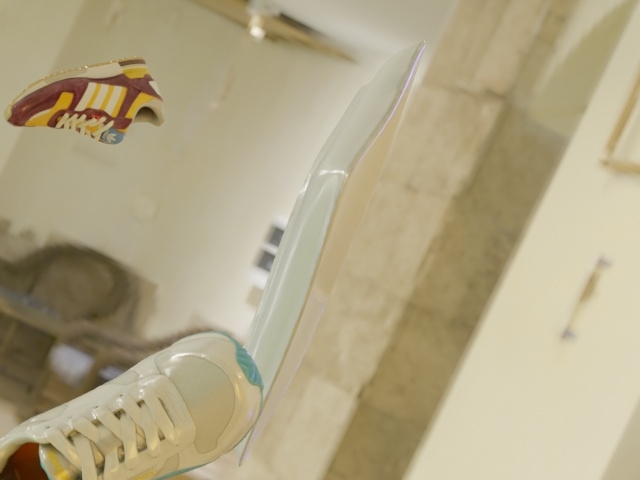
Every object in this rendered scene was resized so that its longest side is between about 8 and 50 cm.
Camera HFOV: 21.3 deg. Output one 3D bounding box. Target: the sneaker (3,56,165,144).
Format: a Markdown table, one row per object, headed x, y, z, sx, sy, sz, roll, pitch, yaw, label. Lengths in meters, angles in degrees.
| x | y | z | sx | sy | sz | roll | pitch | yaw | label |
| --- | --- | --- | --- | --- | --- | --- | --- | --- | --- |
| -0.248 | -0.139 | 1.831 | 0.185 | 0.084 | 0.069 | -21 | -8 | -35 | sneaker |

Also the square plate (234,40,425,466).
| x | y | z | sx | sy | sz | roll | pitch | yaw | label |
| --- | --- | --- | --- | --- | --- | --- | --- | --- | --- |
| 0.000 | 0.000 | 1.691 | 0.049 | 0.344 | 0.347 | 23 | 30 | 4 | square plate |

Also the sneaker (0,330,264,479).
| x | y | z | sx | sy | sz | roll | pitch | yaw | label |
| --- | --- | --- | --- | --- | --- | --- | --- | --- | --- |
| -0.136 | 0.136 | 1.156 | 0.087 | 0.229 | 0.092 | 61 | 27 | 1 | sneaker |
